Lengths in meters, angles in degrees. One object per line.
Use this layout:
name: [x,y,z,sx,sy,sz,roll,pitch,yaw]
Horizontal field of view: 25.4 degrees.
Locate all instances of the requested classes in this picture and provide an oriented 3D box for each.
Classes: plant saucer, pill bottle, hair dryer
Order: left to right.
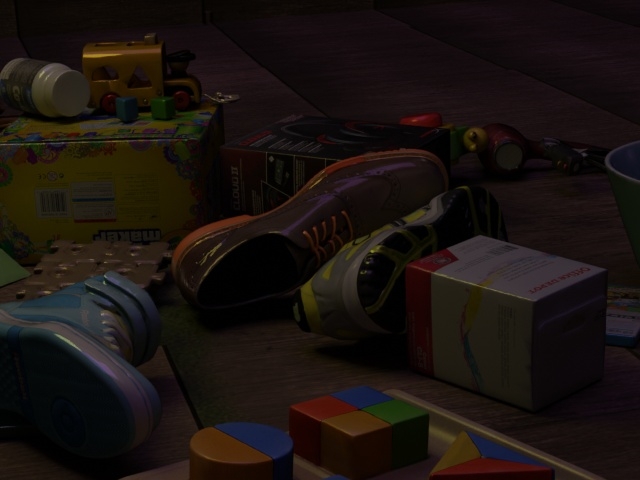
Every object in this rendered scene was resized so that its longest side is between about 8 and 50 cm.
plant saucer: [-0.285,0.180,1.445,0.192,0.018,0.067,-4,18,-4]
pill bottle: [-0.392,-0.216,2.021,0.078,0.078,0.137,-17,21,-39]
hair dryer: [0.358,-0.135,2.314,0.223,0.080,0.293,3,15,-46]

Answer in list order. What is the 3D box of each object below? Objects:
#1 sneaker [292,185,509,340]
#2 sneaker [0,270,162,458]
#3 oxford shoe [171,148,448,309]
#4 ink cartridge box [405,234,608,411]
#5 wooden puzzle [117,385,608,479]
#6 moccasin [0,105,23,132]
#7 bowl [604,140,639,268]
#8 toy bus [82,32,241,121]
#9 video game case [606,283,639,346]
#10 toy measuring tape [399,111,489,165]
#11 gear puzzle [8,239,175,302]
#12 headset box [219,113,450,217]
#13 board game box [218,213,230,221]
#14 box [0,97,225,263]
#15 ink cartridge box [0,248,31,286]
sneaker: [0.107,0.024,1.699,0.147,0.145,0.384,-13,0,35]
sneaker: [-0.213,0.109,1.429,0.208,0.127,0.319,-18,24,-39]
oxford shoe: [0.000,0.000,1.728,0.363,0.130,0.133,-26,19,-4]
ink cartridge box: [0.198,0.084,1.507,0.128,0.127,0.176,-18,24,-40]
wooden puzzle: [0.029,0.211,1.211,0.348,0.080,0.322,-16,23,-36]
moccasin: [-0.603,-0.199,2.451,0.139,0.147,0.380,-16,23,-38]
bowl: [0.505,-0.021,1.747,0.311,0.163,0.311,-2,18,1]
toy bus: [-0.247,-0.246,2.054,0.191,0.104,0.202,13,22,41]
video game case: [0.330,0.084,1.679,0.119,0.015,0.166,5,19,24]
toy measuring tape: [0.103,-0.137,2.258,0.330,0.121,0.121,-7,16,11]
gear puzzle: [-0.285,0.077,1.739,0.175,0.044,0.339,1,21,5]
headset box: [0.010,-0.098,2.017,0.293,0.110,0.218,8,21,28]
board game box: [-0.004,-0.033,2.049,0.259,0.039,0.124,1,18,18]
box: [-0.292,-0.092,2.034,0.290,0.177,0.279,-1,18,4]
ink cartridge box: [-0.506,0.013,1.825,0.171,0.056,0.235,38,36,21]
